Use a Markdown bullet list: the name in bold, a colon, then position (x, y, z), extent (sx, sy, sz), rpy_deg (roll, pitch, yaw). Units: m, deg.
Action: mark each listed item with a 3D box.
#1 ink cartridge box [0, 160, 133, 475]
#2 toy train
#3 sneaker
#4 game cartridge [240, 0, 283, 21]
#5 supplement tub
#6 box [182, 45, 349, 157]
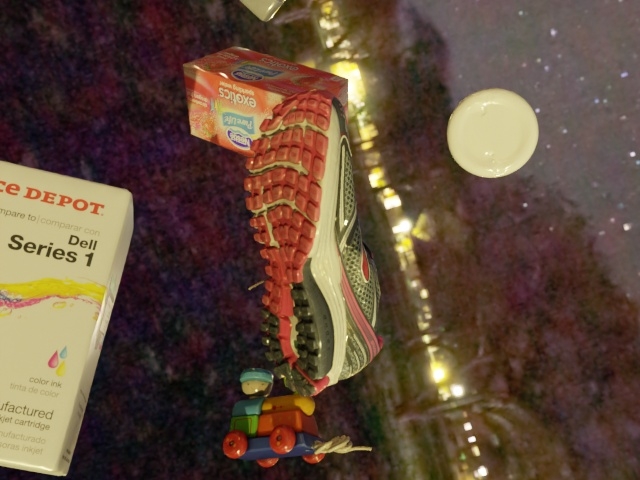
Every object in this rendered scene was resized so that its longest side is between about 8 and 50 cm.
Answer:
- **ink cartridge box**: position (-0.314, 0.069, 0.718), extent (0.117, 0.201, 0.278), rpy_deg (125, -24, -66)
- **toy train**: position (-0.029, 0.258, 1.123), extent (0.105, 0.248, 0.143), rpy_deg (36, 47, -49)
- **sneaker**: position (0.000, 0.000, 0.735), extent (0.121, 0.112, 0.299), rpy_deg (21, -61, 47)
- **game cartridge**: position (-0.135, -0.485, 0.951), extent (0.355, 0.230, 0.068), rpy_deg (42, 23, -7)
- **supplement tub**: position (0.140, -0.088, 0.615), extent (0.107, 0.071, 0.071), rpy_deg (-36, 109, -79)
- **box**: position (-0.104, -0.248, 1.392), extent (0.142, 0.300, 0.154), rpy_deg (-33, 136, -39)
